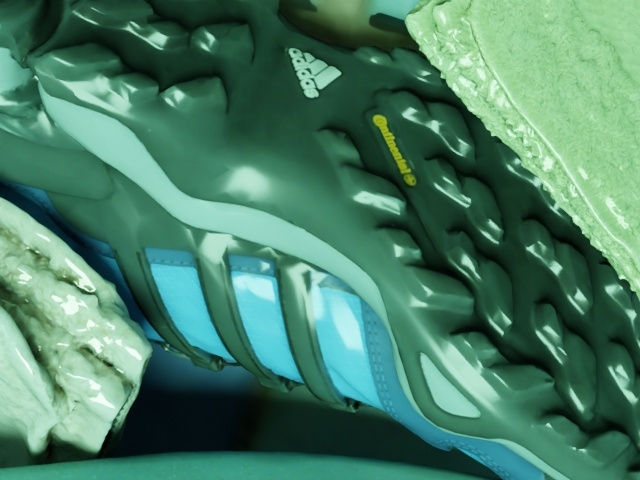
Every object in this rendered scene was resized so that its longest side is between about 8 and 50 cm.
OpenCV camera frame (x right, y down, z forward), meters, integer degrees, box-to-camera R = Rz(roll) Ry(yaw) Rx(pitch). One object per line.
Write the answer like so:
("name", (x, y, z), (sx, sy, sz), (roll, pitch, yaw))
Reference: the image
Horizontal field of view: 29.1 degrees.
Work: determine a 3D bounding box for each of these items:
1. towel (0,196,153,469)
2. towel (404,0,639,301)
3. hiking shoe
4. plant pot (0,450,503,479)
("towel", (-0.187, -0.002, 0.426), (0.282, 0.049, 0.187), (34, 150, 3))
("towel", (0.107, -0.046, 0.368), (0.110, 0.027, 0.148), (-43, 94, -10))
("hiking shoe", (0.000, 0.000, 0.412), (0.304, 0.113, 0.132), (36, 144, -5))
("plant pot", (-0.023, 0.167, 0.385), (0.234, 0.165, 0.165), (-8, 134, -18))
